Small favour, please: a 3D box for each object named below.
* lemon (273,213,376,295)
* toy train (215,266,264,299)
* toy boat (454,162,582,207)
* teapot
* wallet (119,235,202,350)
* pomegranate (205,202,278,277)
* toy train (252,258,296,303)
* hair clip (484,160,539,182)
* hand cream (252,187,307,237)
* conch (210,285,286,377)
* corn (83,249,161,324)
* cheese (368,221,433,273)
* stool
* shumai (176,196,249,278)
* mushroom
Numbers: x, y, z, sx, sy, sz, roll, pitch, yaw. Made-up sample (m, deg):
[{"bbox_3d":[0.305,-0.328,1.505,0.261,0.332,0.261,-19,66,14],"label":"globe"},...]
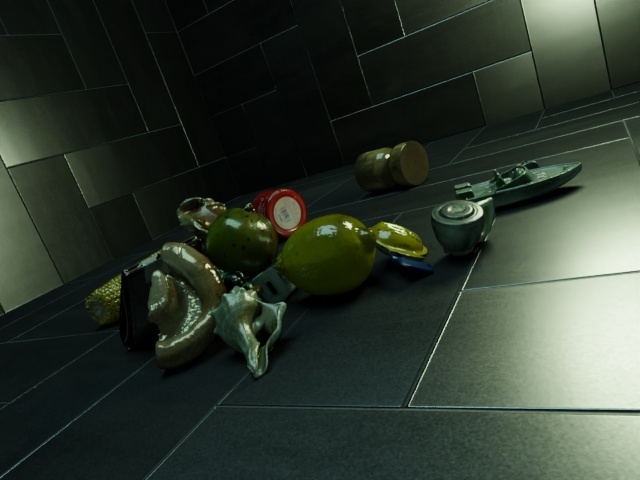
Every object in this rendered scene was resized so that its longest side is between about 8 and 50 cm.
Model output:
[{"bbox_3d":[0.015,0.036,1.086,0.248,0.184,0.184,-18,13,23],"label":"lemon"},{"bbox_3d":[-0.236,0.127,1.166,0.228,0.136,0.091,-12,15,36],"label":"toy train"},{"bbox_3d":[0.520,-0.152,1.296,0.319,0.092,0.141,-15,16,16],"label":"toy boat"},{"bbox_3d":[0.307,-0.031,1.071,0.111,0.108,0.149,11,37,32],"label":"teapot"},{"bbox_3d":[-0.394,0.127,1.210,0.071,0.262,0.221,36,42,22],"label":"wallet"},{"bbox_3d":[-0.202,0.032,1.273,0.198,0.246,0.198,-2,-26,-1],"label":"pomegranate"},{"bbox_3d":[-0.036,0.040,1.320,0.086,0.088,0.407,-35,4,31],"label":"toy train"},{"bbox_3d":[0.562,-0.194,1.526,0.229,0.039,0.070,-22,15,-4],"label":"hair clip"},{"bbox_3d":[-0.156,-0.101,1.845,0.193,0.193,0.125,-29,15,-35],"label":"hand cream"},{"bbox_3d":[-0.128,0.166,0.954,0.137,0.114,0.234,-35,54,-20],"label":"conch"},{"bbox_3d":[-0.575,0.138,1.607,0.144,0.144,0.387,-9,20,37],"label":"corn"},{"bbox_3d":[0.183,0.015,1.123,0.156,0.064,0.250,13,19,-12],"label":"cheese"},{"bbox_3d":[0.292,-0.302,2.038,0.179,0.179,0.264,-29,16,-35],"label":"stool"},{"bbox_3d":[-0.325,-0.006,1.490,0.267,0.262,0.314,1,11,23],"label":"shumai"},{"bbox_3d":[-0.274,0.129,1.053,0.151,0.285,0.156,-8,-27,5],"label":"mushroom"}]
